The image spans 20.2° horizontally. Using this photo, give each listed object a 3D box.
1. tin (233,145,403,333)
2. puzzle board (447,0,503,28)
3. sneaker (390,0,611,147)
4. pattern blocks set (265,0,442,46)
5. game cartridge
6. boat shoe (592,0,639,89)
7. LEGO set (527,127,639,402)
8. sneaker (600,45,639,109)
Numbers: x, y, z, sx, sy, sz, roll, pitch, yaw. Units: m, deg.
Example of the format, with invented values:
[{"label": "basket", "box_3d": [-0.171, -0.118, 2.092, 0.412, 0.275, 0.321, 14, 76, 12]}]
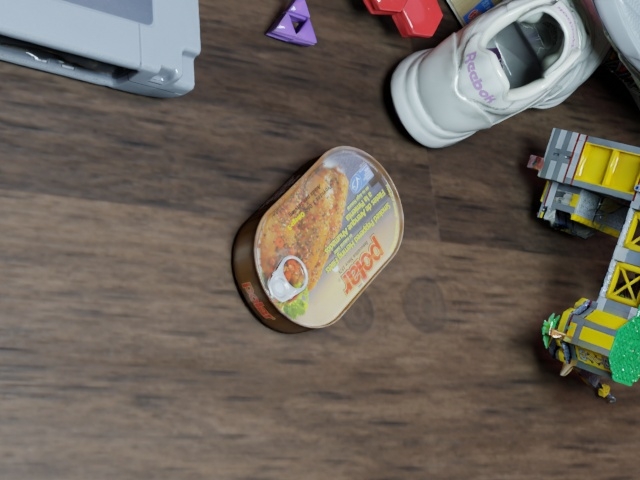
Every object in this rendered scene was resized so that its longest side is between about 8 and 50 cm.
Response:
[{"label": "tin", "box_3d": [0.000, 0.000, 1.455, 0.106, 0.040, 0.190, 53, 46, -10]}, {"label": "puzzle board", "box_3d": [0.152, -0.252, 1.714, 0.128, 0.011, 0.096, -44, 107, -43]}, {"label": "sneaker", "box_3d": [0.203, -0.172, 1.620, 0.305, 0.152, 0.114, -35, 98, -41]}, {"label": "pattern blocks set", "box_3d": [-0.022, -0.326, 1.523, 0.285, 0.026, 0.325, -7, 89, -33]}, {"label": "game cartridge", "box_3d": [-0.218, -0.227, 1.317, 0.297, 0.062, 0.198, 12, 63, -41]}, {"label": "boat shoe", "box_3d": [0.306, -0.181, 1.632, 0.302, 0.094, 0.109, 48, 68, -36]}, {"label": "LEGO set", "box_3d": [0.307, 0.030, 1.680, 0.331, 0.192, 0.255, 7, 98, -42]}, {"label": "sneaker", "box_3d": [0.302, -0.190, 1.798, 0.092, 0.088, 0.225, -35, 97, -30]}]
